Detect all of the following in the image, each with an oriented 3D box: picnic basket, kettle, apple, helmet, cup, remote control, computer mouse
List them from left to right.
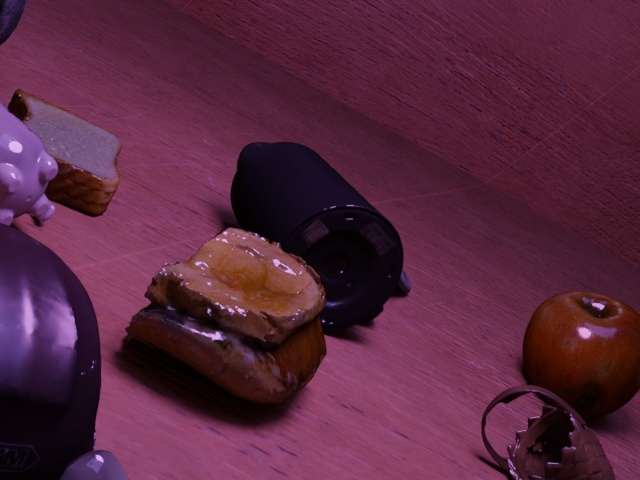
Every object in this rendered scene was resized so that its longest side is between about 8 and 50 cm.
[{"bbox_3d":[-0.280,0.099,0.802,0.225,0.177,0.305,18,20,-39],"label":"helmet"},{"bbox_3d":[-0.408,-0.079,1.197,0.142,0.174,0.134,38,50,17],"label":"cup"},{"bbox_3d":[-0.171,0.221,0.772,0.056,0.110,0.032,-29,30,-33],"label":"computer mouse"},{"bbox_3d":[0.004,-0.013,1.517,0.262,0.203,0.308,18,18,-27],"label":"kettle"},{"bbox_3d":[0.114,0.025,1.685,0.097,0.045,0.256,55,0,27],"label":"remote control"},{"bbox_3d":[0.301,0.276,1.309,0.178,0.128,0.138,45,13,-10],"label":"picnic basket"},{"bbox_3d":[0.466,0.205,1.692,0.236,0.208,0.237,9,20,-3],"label":"apple"}]

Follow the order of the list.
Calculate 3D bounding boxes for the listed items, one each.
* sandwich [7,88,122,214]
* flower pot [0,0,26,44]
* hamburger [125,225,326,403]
[{"bbox_3d":[-0.387,-0.130,1.419,0.186,0.065,0.215,25,19,-18],"label":"sandwich"},{"bbox_3d":[-0.595,-0.415,1.481,0.299,0.299,0.283,30,22,-1],"label":"flower pot"},{"bbox_3d":[-0.088,0.096,1.174,0.211,0.132,0.309,33,18,7],"label":"hamburger"}]
